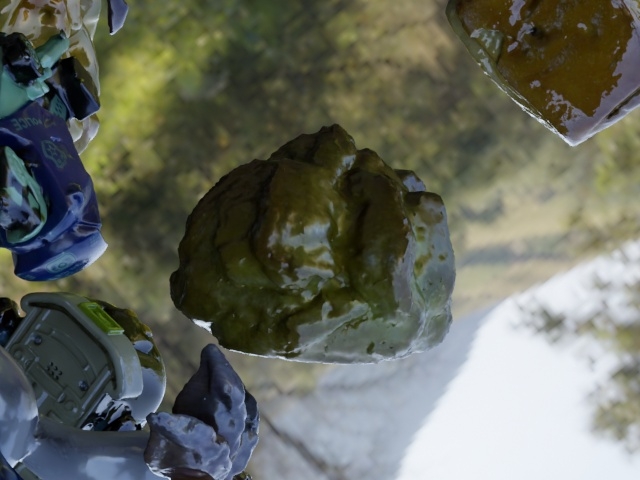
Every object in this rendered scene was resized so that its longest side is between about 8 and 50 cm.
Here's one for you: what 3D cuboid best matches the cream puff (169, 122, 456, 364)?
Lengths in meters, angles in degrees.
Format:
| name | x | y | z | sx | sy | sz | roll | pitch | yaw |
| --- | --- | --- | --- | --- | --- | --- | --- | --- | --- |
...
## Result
| name | x | y | z | sx | sy | sz | roll | pitch | yaw |
| --- | --- | --- | --- | --- | --- | --- | --- | --- | --- |
| cream puff | -0.003 | 0.016 | 1.520 | 0.244 | 0.244 | 0.196 | -45 | 150 | -53 |

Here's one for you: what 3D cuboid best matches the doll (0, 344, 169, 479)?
| name | x | y | z | sx | sy | sz | roll | pitch | yaw |
| --- | --- | --- | --- | --- | --- | --- | --- | --- | --- |
| doll | -0.337 | 0.165 | 1.457 | 0.376 | 0.187 | 0.365 | 7 | -163 | 17 |

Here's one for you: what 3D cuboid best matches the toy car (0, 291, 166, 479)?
| name | x | y | z | sx | sy | sz | roll | pitch | yaw |
| --- | --- | --- | --- | --- | --- | --- | --- | --- | --- |
| toy car | -0.256 | 0.169 | 1.875 | 0.248 | 0.204 | 0.198 | -53 | 160 | 14 |

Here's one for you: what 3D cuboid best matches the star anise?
| name | x | y | z | sx | sy | sz | roll | pitch | yaw |
| --- | --- | --- | --- | --- | --- | --- | --- | --- | --- |
| star anise | -0.085 | 0.179 | 1.454 | 0.063 | 0.208 | 0.172 | 11 | -158 | 18 |

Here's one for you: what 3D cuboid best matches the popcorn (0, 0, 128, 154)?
| name | x | y | z | sx | sy | sz | roll | pitch | yaw |
| --- | --- | --- | --- | --- | --- | --- | --- | --- | --- |
| popcorn | -0.360 | -0.224 | 2.029 | 0.381 | 0.349 | 0.349 | -29 | -174 | 9 |

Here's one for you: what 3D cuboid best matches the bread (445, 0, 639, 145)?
| name | x | y | z | sx | sy | sz | roll | pitch | yaw |
| --- | --- | --- | --- | --- | --- | --- | --- | --- | --- |
| bread | 0.277 | -0.233 | 2.093 | 0.210 | 0.235 | 0.099 | -37 | -172 | 27 |

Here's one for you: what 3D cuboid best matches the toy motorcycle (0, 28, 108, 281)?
| name | x | y | z | sx | sy | sz | roll | pitch | yaw |
| --- | --- | --- | --- | --- | --- | --- | --- | --- | --- |
| toy motorcycle | -0.276 | -0.081 | 1.749 | 0.125 | 0.196 | 0.331 | -27 | -150 | 8 |
